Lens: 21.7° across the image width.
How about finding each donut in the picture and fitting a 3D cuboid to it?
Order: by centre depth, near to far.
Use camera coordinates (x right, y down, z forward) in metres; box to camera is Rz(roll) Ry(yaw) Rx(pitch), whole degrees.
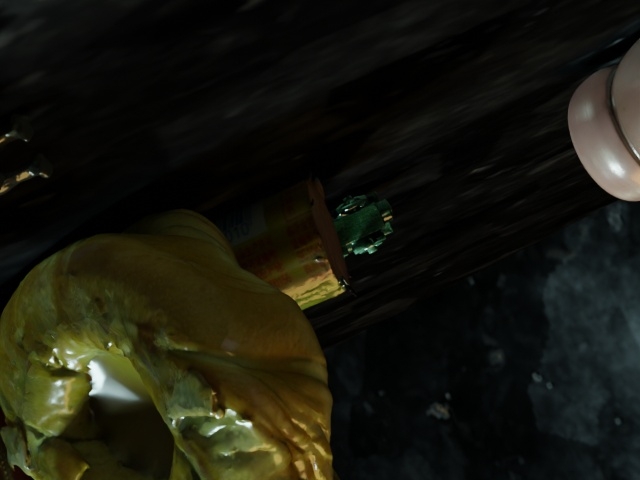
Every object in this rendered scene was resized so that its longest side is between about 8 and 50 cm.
[{"bbox_3d":[-0.139,0.153,1.478,0.170,0.360,0.360,-21,173,-45],"label":"donut"}]

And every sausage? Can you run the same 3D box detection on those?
[{"bbox_3d":[-0.121,0.057,1.645,0.317,0.125,0.117,-25,172,11],"label":"sausage"}]

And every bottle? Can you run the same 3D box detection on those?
[{"bbox_3d":[0.392,-0.157,1.642,0.297,0.173,0.206,-31,-156,38],"label":"bottle"}]

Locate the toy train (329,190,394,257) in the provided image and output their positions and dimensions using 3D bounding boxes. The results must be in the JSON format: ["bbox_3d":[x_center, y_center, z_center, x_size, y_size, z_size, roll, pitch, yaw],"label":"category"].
[{"bbox_3d":[0.000,0.000,1.865,0.170,0.071,0.111,-25,-178,-3],"label":"toy train"}]

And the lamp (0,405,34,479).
[{"bbox_3d":[-0.343,0.230,1.583,0.177,0.274,0.177,-20,168,-4],"label":"lamp"}]

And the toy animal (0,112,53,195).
[{"bbox_3d":[-0.216,-0.042,0.971,0.065,0.047,0.136,-18,180,20],"label":"toy animal"}]
